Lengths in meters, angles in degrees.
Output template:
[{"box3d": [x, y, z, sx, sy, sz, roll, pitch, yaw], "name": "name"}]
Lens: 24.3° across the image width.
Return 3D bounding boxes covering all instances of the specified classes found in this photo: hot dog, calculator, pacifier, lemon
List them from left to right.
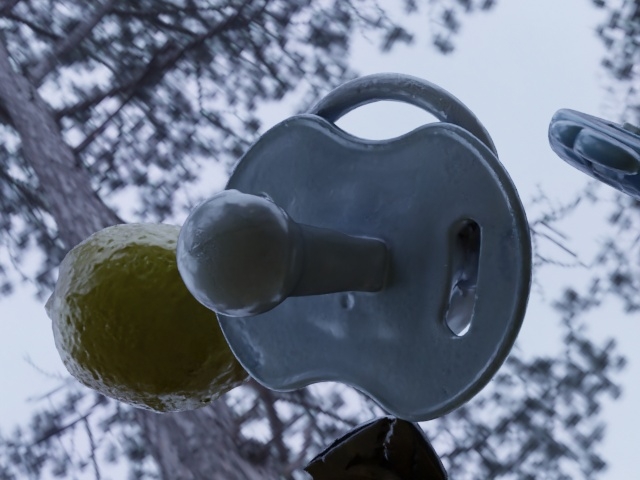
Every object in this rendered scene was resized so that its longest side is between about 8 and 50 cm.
[{"box3d": [-0.150, 0.069, 1.359, 0.180, 0.193, 0.180, 7, -98, -59], "name": "lemon"}, {"box3d": [0.000, 0.000, 1.001, 0.226, 0.287, 0.238, 1, -81, -51], "name": "pacifier"}, {"box3d": [0.056, 0.313, 1.149, 0.107, 0.194, 0.326, -17, -101, -57], "name": "hot dog"}, {"box3d": [0.284, -0.052, 1.176, 0.302, 0.188, 0.042, 6, -69, -46], "name": "calculator"}]
